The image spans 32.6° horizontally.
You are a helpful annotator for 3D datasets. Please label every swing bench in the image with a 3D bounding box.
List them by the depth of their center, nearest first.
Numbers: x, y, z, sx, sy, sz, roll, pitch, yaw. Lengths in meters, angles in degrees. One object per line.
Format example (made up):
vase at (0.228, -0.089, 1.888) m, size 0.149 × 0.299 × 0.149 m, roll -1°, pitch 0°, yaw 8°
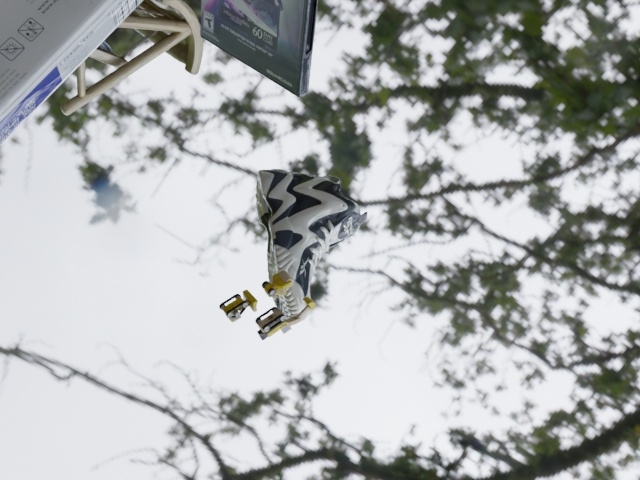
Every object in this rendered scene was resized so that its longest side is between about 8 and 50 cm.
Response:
swing bench at (-0.349, -0.348, 1.670) m, size 0.253 × 0.254 × 0.165 m, roll 37°, pitch -44°, yaw 32°

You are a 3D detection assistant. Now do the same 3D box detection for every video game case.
video game case at (-0.083, -0.347, 1.467) m, size 0.196 × 0.274 × 0.026 m, roll 34°, pitch -128°, yaw 24°

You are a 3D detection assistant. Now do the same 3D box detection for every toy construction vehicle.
toy construction vehicle at (-0.066, 0.087, 1.398) m, size 0.098 × 0.035 × 0.086 m, roll -34°, pitch -138°, yaw -16°

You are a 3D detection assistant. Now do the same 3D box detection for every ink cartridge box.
ink cartridge box at (-0.369, -0.288, 1.118) m, size 0.324 × 0.330 × 0.071 m, roll -49°, pitch 172°, yaw -14°

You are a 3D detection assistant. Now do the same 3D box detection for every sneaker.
sneaker at (0.000, 0.000, 1.532) m, size 0.094 × 0.153 × 0.235 m, roll 100°, pitch -19°, yaw -52°
